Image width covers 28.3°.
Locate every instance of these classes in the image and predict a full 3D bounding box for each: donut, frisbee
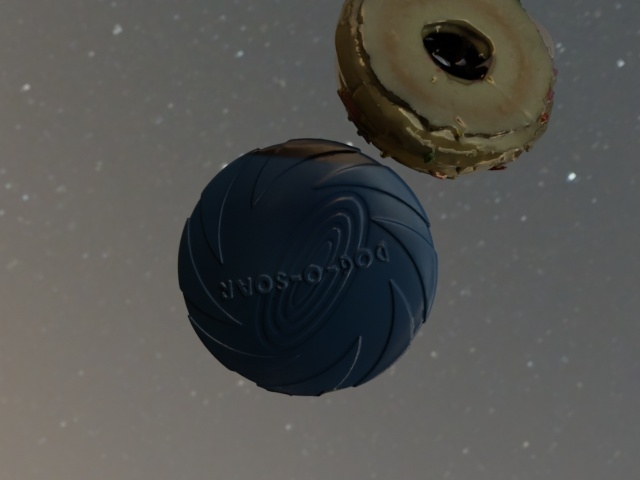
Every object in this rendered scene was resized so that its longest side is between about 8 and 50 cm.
[{"bbox_3d":[0.086,-0.119,0.913,0.174,0.174,0.068,48,-33,6],"label":"donut"},{"bbox_3d":[-0.012,0.028,1.160,0.242,0.242,0.045,56,5,-5],"label":"frisbee"}]

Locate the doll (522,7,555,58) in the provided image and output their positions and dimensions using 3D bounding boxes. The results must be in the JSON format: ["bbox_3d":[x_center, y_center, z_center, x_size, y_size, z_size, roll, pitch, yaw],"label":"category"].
[{"bbox_3d":[0.051,-0.328,1.363,0.376,0.187,0.365,49,10,-35],"label":"doll"}]
